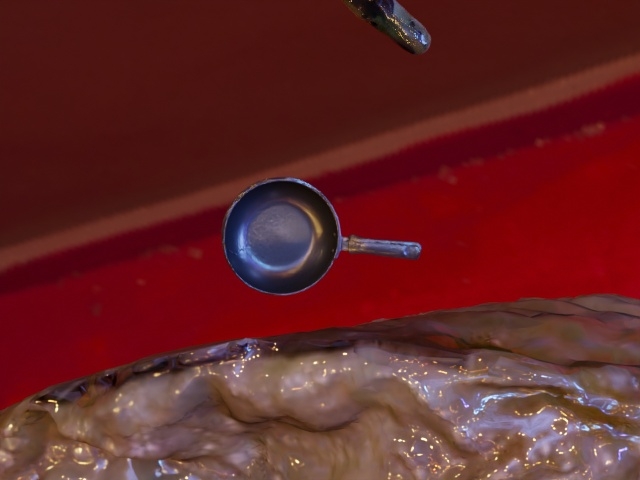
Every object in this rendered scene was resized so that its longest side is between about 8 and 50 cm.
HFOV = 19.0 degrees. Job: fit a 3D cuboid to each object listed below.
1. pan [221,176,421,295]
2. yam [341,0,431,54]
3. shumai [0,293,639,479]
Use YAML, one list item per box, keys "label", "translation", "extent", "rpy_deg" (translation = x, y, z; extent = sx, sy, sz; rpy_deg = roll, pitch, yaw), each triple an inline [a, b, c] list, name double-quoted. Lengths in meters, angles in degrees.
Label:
- label: "pan"
  translation: [0.000, 0.000, 1.104]
  extent: [0.115, 0.023, 0.068]
  rpy_deg: [7, 93, -2]
- label: "yam"
  translation: [-0.003, -0.096, 0.633]
  extent: [0.107, 0.014, 0.014]
  rpy_deg: [44, 107, 19]
- label: "shumai"
  translation: [0.031, 0.169, 0.722]
  extent: [0.346, 0.217, 0.283]
  rpy_deg: [-12, 84, 17]
